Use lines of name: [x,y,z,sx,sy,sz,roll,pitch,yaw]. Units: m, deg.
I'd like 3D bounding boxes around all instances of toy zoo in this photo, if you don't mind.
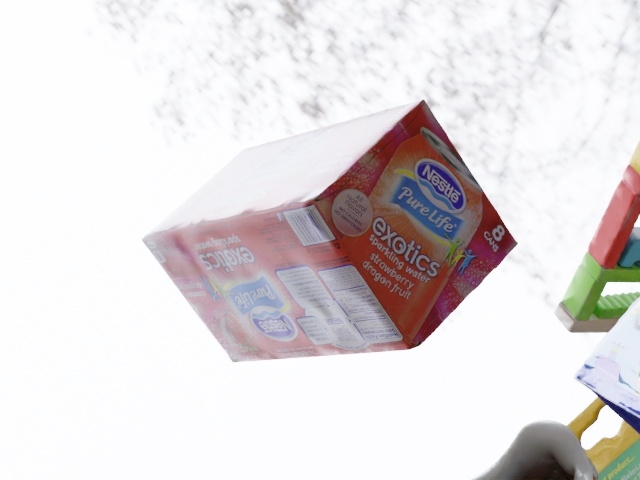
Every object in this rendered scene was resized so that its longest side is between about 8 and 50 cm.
toy zoo: [0.334,-0.044,1.466,0.192,0.030,0.293,1,-55,-32]

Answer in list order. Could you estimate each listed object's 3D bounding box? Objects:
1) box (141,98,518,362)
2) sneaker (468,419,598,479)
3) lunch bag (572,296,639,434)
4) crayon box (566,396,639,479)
box: [0.000,0.000,1.245,0.122,0.257,0.128,-43,-74,-28]
sneaker: [0.122,0.268,1.325,0.321,0.126,0.127,-54,-41,-43]
lunch bag: [0.297,0.054,1.045,0.138,0.293,0.221,41,-91,-2]
crayon box: [0.333,0.275,1.537,0.083,0.323,0.203,5,-40,-34]
